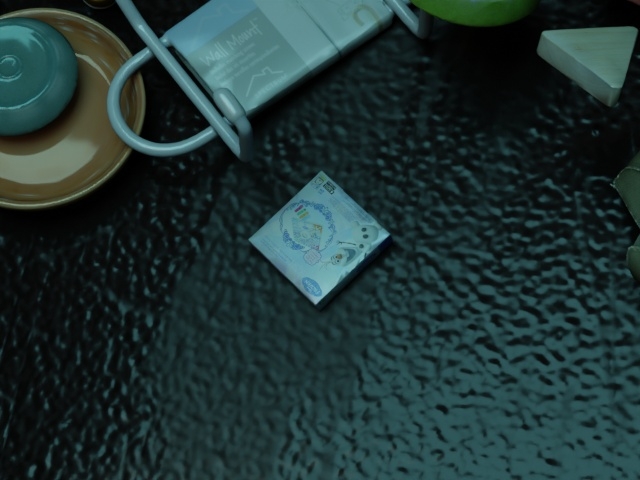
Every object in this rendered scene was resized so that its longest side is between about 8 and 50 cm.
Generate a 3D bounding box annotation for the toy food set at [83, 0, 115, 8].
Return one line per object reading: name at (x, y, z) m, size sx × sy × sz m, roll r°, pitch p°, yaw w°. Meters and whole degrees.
toy food set at (-0.227, -0.330, 1.892) m, size 0.111 × 0.104 × 0.232 m, roll -1°, pitch 85°, yaw -3°

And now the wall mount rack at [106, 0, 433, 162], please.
wall mount rack at (-0.071, -0.248, 1.765) m, size 0.350 × 0.130 × 0.304 m, roll -36°, pitch 72°, yaw -11°

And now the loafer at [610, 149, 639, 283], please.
loafer at (0.304, 0.025, 1.623) m, size 0.087 × 0.094 × 0.251 m, roll -31°, pitch 52°, yaw 25°

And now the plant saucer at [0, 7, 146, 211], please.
plant saucer at (-0.256, -0.115, 1.810) m, size 0.200 × 0.037 × 0.200 m, roll -1°, pitch 68°, yaw 3°

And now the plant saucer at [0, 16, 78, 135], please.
plant saucer at (-0.279, -0.153, 1.793) m, size 0.119 × 0.021 × 0.119 m, roll -1°, pitch 69°, yaw 2°

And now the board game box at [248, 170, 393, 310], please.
board game box at (0.000, 0.000, 1.727) m, size 0.090 × 0.020 × 0.090 m, roll -43°, pitch 66°, yaw -8°

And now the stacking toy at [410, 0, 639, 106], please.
stacking toy at (0.224, -0.275, 1.673) m, size 0.309 × 0.130 × 0.279 m, roll 32°, pitch 48°, yaw 20°
